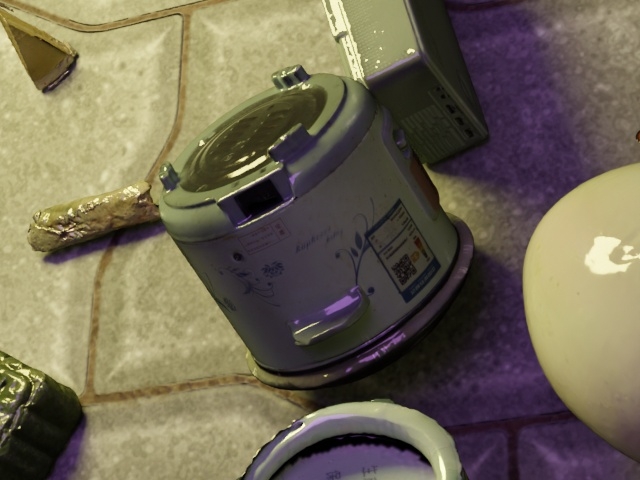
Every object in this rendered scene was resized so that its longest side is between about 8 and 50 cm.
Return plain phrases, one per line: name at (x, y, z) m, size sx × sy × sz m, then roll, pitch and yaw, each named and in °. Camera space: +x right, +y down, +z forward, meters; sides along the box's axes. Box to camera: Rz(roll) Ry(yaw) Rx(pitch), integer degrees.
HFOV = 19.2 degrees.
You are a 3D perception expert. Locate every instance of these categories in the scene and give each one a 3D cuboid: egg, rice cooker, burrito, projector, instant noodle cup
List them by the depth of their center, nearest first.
instant noodle cup at (0.055, 0.312, 1.621) m, size 0.284 × 0.312 × 0.284 m, roll -10°, pitch 41°, yaw 9°
egg at (0.331, 0.065, 1.677) m, size 0.345 × 0.283 × 0.283 m, roll 29°, pitch 80°, yaw 47°
rice cooker at (0.000, 0.000, 1.874) m, size 0.264 × 0.316 × 0.317 m, roll -29°, pitch 56°, yaw 9°
projector at (0.074, -0.228, 2.005) m, size 0.099 × 0.192 × 0.257 m, roll -24°, pitch 57°, yaw 14°
burrito at (-0.260, -0.027, 2.163) m, size 0.171 × 0.042 × 0.051 m, roll -15°, pitch 89°, yaw 26°

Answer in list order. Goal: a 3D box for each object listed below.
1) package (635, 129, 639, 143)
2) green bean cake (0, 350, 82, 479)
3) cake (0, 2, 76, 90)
package at (0.374, -0.116, 1.895) m, size 0.077 × 0.033 × 0.111 m, roll 45°, pitch 105°, yaw 13°
green bean cake at (-0.381, 0.209, 2.084) m, size 0.185 × 0.094 × 0.183 m, roll 22°, pitch 78°, yaw 39°
cake at (-0.357, -0.235, 2.273) m, size 0.065 × 0.121 × 0.052 m, roll -44°, pitch 49°, yaw 10°
